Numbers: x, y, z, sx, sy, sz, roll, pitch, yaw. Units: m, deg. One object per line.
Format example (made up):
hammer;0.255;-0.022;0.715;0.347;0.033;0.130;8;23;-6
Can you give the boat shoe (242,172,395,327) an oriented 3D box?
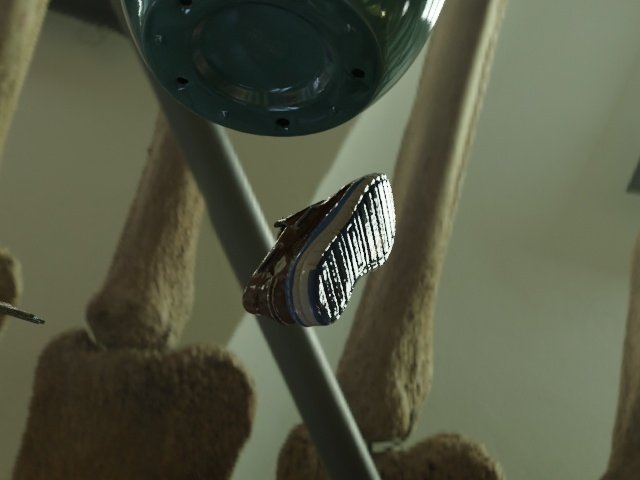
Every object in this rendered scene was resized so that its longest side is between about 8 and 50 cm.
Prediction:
boat shoe;0.000;0.000;0.917;0.066;0.066;0.183;-2;-159;24

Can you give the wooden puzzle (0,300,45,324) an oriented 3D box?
wooden puzzle;-0.246;0.049;1.001;0.049;0.083;0.006;15;-96;48

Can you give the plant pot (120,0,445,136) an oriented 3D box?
plant pot;-0.030;-0.225;1.037;0.293;0.293;0.235;4;-126;8
